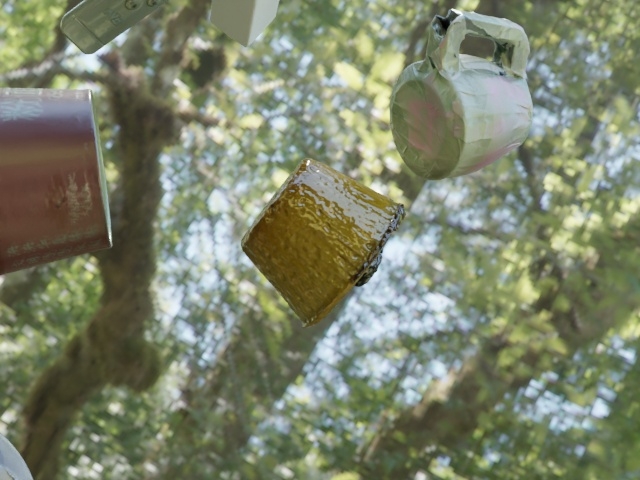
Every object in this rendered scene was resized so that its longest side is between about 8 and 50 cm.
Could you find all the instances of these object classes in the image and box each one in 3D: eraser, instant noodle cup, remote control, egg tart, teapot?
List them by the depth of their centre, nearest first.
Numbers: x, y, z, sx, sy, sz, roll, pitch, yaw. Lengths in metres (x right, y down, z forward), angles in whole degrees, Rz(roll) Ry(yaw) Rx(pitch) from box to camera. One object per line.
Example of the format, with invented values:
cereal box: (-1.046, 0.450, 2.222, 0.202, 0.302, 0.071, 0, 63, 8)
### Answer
remote control: (-0.151, -0.235, 1.094, 0.050, 0.184, 0.027, 45, 15, -55)
instant noodle cup: (-0.330, -0.070, 1.344, 0.178, 0.235, 0.235, -8, -26, -8)
egg tart: (0.000, 0.000, 1.611, 0.170, 0.215, 0.215, 37, -26, -6)
teapot: (0.198, -0.202, 1.682, 0.163, 0.178, 0.222, -2, -82, 56)
eraser: (-0.097, -0.396, 1.744, 0.076, 0.078, 0.298, 37, -23, 6)

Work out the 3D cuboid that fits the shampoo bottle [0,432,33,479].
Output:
shampoo bottle: (-0.448, 0.294, 1.270, 0.266, 0.273, 0.273, 10, -33, 47)
